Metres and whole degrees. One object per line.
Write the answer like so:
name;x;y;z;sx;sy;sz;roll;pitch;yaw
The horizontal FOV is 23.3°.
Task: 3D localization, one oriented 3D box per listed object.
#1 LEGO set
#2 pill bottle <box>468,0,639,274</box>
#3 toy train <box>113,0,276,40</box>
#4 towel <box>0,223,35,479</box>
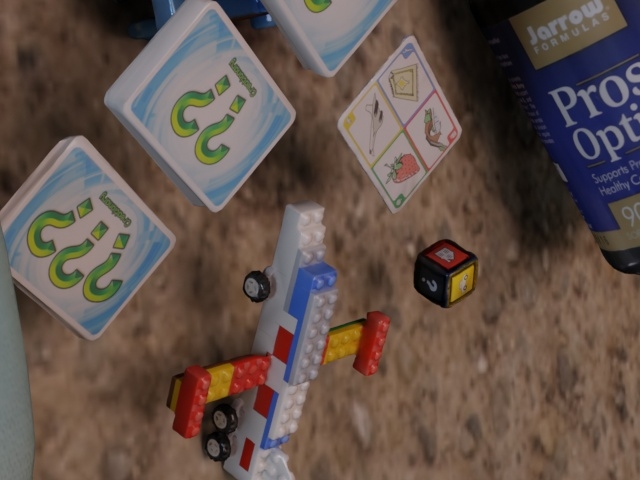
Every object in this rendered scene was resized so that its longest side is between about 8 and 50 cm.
LEGO set;0.000;0.000;0.598;0.182;0.060;0.244;-50;146;-10
pill bottle;0.150;-0.104;0.773;0.123;0.123;0.219;-37;100;-43
toy train;-0.007;-0.127;0.628;0.184;0.105;0.080;-19;101;-47
towel;-0.242;-0.042;0.382;0.320;0.090;0.374;-18;100;-44
